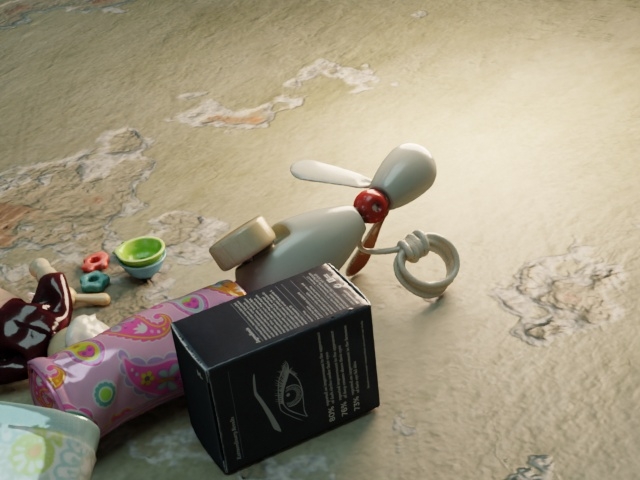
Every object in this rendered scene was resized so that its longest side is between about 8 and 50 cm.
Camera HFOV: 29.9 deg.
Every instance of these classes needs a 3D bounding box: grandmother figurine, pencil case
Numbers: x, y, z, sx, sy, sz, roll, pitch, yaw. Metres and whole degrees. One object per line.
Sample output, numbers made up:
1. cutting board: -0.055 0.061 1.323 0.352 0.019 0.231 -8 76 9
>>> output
1. grandmother figurine: -0.395 0.110 1.524 0.342 0.104 0.208 15 66 25
2. pencil case: -0.198 0.143 1.402 0.284 0.124 0.124 -22 36 -30

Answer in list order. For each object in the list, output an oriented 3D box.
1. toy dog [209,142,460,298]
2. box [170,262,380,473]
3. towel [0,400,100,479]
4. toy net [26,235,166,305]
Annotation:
1. toy dog: 0.000 0.000 1.570 0.333 0.220 0.161 -15 1 -26
2. box: -0.049 0.142 1.355 0.207 0.153 0.108 -19 34 -21
3. towel: -0.421 0.297 1.130 0.374 0.090 0.321 5 57 4
4. toy net: -0.328 0.051 1.644 0.232 0.045 0.122 -27 38 -29
